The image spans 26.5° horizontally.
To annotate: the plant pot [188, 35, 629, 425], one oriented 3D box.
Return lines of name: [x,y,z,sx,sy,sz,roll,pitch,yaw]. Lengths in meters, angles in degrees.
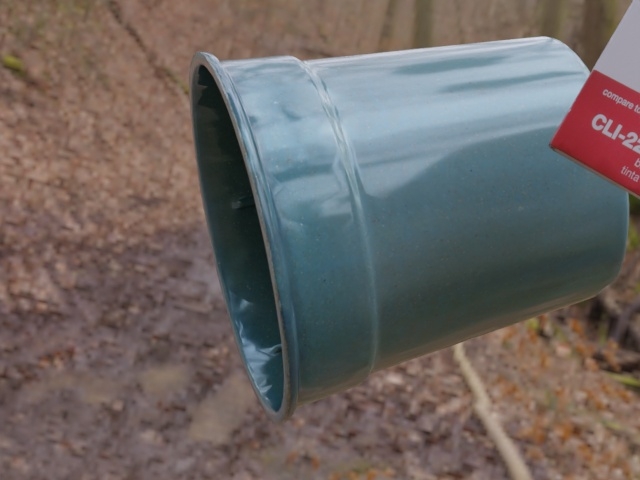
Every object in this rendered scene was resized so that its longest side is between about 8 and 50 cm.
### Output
plant pot: [0.078,-0.037,1.256,0.334,0.341,0.341,-13,7,-12]

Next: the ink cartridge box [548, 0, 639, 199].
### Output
ink cartridge box: [0.314,-0.140,0.972,0.114,0.273,0.197,35,11,38]
